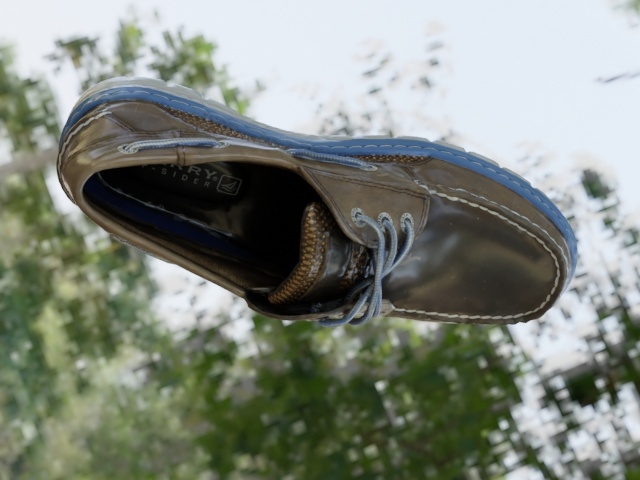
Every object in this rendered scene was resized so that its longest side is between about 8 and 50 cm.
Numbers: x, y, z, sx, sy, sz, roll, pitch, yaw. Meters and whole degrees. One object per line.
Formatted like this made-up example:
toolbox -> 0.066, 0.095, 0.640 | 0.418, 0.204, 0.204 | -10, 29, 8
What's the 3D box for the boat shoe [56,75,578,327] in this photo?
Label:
boat shoe -> 0.000, 0.000, 0.559 | 0.066, 0.183, 0.066 | -92, -164, -65
